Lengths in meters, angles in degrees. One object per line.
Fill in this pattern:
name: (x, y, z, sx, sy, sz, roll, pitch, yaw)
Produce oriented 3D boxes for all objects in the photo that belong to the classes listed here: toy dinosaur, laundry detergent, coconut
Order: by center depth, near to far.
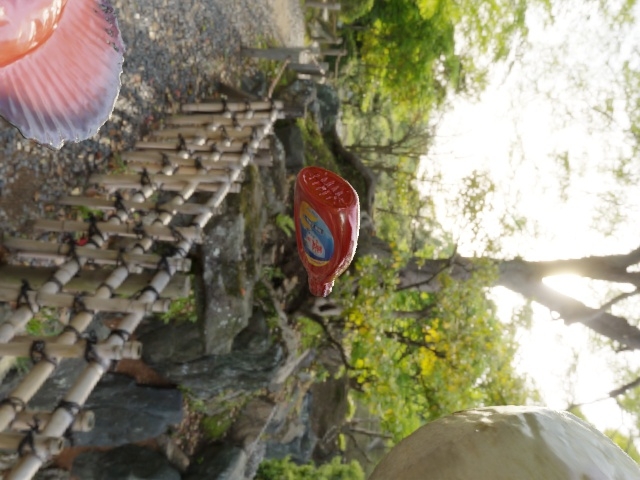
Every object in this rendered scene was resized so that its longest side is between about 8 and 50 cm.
toy dinosaur: (-0.183, -0.094, 0.318, 0.139, 0.070, 0.286, 72, 34, -50)
coconut: (0.217, 0.385, 0.589, 0.415, 0.415, 0.345, -82, 152, -46)
laundry detergent: (0.000, 0.000, 0.656, 0.097, 0.049, 0.165, 46, -33, 32)
